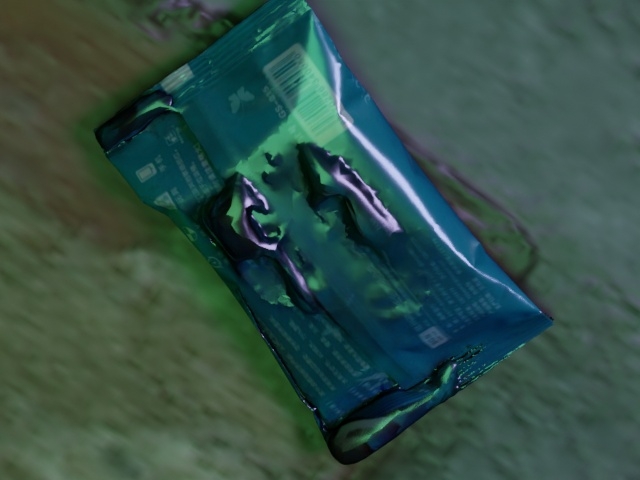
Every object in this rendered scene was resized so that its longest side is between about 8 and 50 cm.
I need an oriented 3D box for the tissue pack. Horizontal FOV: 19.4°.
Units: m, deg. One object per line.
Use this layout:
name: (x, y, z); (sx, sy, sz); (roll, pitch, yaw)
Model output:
tissue pack: (0.000, 0.000, 0.575); (0.085, 0.028, 0.138); (-34, 109, 17)
